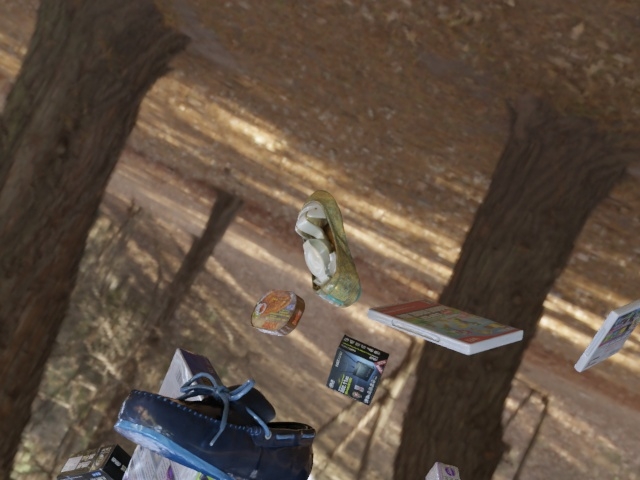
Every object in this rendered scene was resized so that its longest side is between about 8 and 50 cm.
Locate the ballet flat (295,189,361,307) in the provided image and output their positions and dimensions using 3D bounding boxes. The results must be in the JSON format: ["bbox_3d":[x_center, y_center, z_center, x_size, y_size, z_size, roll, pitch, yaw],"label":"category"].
[{"bbox_3d":[0.000,0.000,1.783,0.123,0.123,0.348,33,-150,-44],"label":"ballet flat"}]

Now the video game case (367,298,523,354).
[{"bbox_3d":[0.275,0.186,1.729,0.204,0.025,0.285,-5,-165,-44],"label":"video game case"}]

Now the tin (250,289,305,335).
[{"bbox_3d":[-0.103,0.173,1.846,0.040,0.106,0.190,39,161,-26],"label":"tin"}]

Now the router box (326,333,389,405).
[{"bbox_3d":[0.068,0.242,1.436,0.092,0.038,0.122,22,132,10],"label":"router box"}]

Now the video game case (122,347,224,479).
[{"bbox_3d":[-0.210,0.323,1.152,0.061,0.244,0.269,23,-175,-24],"label":"video game case"}]

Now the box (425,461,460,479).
[{"bbox_3d":[0.300,0.660,1.776,0.063,0.067,0.324,19,-150,-12],"label":"box"}]

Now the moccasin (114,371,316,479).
[{"bbox_3d":[-0.114,0.222,0.923,0.138,0.116,0.342,14,162,29],"label":"moccasin"}]

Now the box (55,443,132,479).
[{"bbox_3d":[-0.518,0.576,1.862,0.180,0.077,0.147,-19,120,33],"label":"box"}]

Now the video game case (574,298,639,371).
[{"bbox_3d":[0.712,0.223,1.872,0.201,0.183,0.023,-10,-137,-43],"label":"video game case"}]
